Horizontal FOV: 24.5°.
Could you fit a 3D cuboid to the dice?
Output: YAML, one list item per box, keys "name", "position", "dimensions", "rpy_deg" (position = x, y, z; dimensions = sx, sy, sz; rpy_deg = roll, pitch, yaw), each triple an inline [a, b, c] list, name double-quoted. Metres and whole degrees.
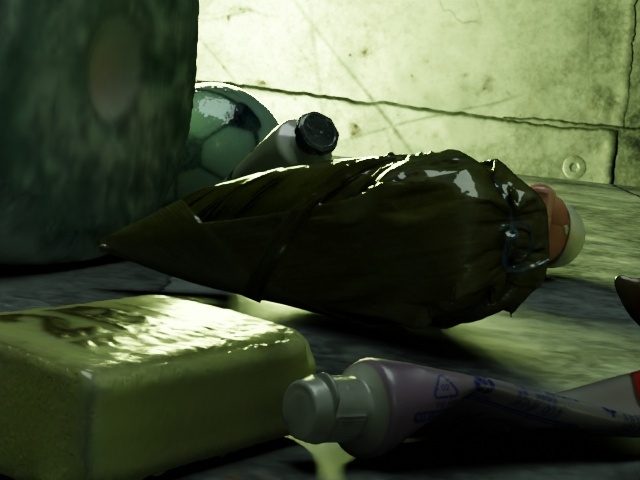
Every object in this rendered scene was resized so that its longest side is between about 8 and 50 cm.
- name: "dice"
  position: [-0.320, -0.163, 1.240]
  dimensions: [0.348, 0.330, 0.328]
  rpy_deg: [10, 7, 23]

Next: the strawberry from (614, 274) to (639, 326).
- name: "strawberry"
  position: [0.301, 0.044, 0.638]
  dimensions: [0.233, 0.138, 0.306]
  rpy_deg: [-1, 23, -31]

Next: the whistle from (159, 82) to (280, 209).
- name: "whistle"
  position: [-0.140, -0.082, 1.453]
  dimensions: [0.289, 0.163, 0.163]
  rpy_deg: [8, 7, 15]

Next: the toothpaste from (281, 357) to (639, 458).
- name: "toothpaste"
  position: [0.112, 0.085, 0.754]
  dimensions: [0.301, 0.048, 0.075]
  rpy_deg: [4, 3, -36]

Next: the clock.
- name: "clock"
  position: [0.168, -0.010, 1.440]
  dimensions: [0.166, 0.093, 0.162]
  rpy_deg: [8, -2, 20]

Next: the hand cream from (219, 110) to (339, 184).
- name: "hand cream"
  position: [-0.055, -0.036, 1.224]
  dimensions: [0.080, 0.050, 0.234]
  rpy_deg: [3, -26, -31]

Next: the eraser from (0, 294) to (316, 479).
- name: "eraser"
  position: [-0.093, 0.064, 0.682]
  dimensions: [0.117, 0.058, 0.172]
  rpy_deg: [11, 8, 33]

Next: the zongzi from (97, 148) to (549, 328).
- name: "zongzi"
  position: [0.000, 0.000, 1.036]
  dimensions: [0.274, 0.125, 0.251]
  rpy_deg: [0, 0, -20]
